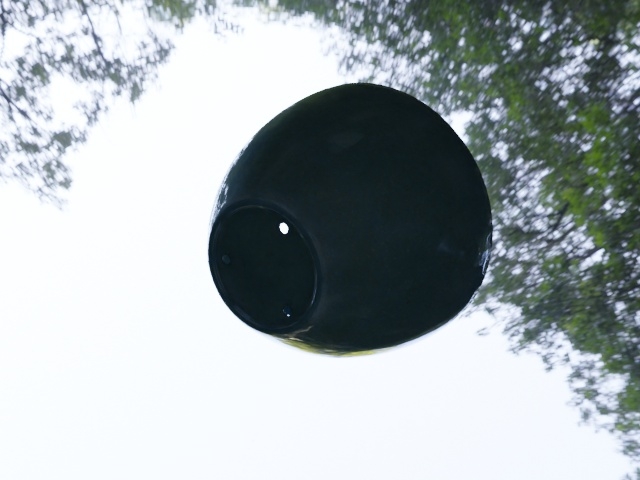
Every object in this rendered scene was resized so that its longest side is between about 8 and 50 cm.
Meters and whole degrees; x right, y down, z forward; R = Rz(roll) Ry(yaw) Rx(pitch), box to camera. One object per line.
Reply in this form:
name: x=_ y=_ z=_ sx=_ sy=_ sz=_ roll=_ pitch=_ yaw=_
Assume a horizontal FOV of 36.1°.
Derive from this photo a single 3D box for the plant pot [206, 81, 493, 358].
plant pot: x=0.000 y=0.000 z=0.984 sx=0.290 sy=0.290 sz=0.195 roll=54 pitch=-144 yaw=7
